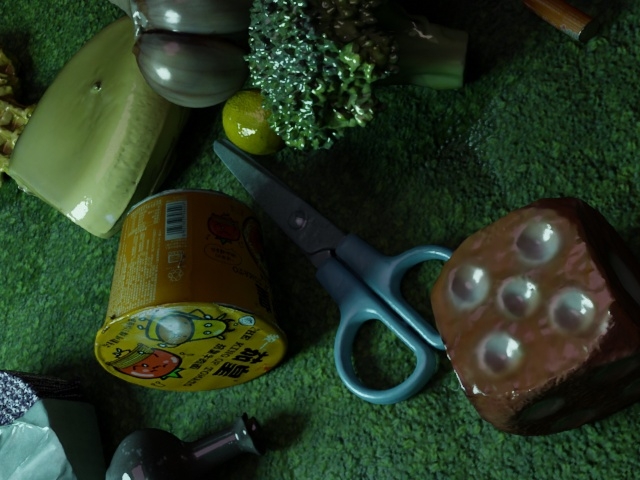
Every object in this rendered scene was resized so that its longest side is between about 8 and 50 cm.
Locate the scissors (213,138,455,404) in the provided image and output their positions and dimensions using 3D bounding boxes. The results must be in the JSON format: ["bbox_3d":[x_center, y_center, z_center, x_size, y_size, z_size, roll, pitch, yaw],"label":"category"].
[{"bbox_3d":[0.000,0.000,1.381,0.193,0.029,0.447,-50,55,6],"label":"scissors"}]

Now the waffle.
[{"bbox_3d":[-0.505,-0.188,1.750,0.249,0.056,0.253,-14,65,27],"label":"waffle"}]

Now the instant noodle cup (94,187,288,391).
[{"bbox_3d":[-0.148,0.055,1.357,0.215,0.216,0.172,-20,54,25],"label":"instant noodle cup"}]

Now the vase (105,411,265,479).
[{"bbox_3d":[-0.149,0.253,1.341,0.182,0.120,0.120,-27,59,5],"label":"vase"}]

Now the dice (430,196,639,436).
[{"bbox_3d":[0.223,0.079,1.131,0.179,0.174,0.175,-36,59,21],"label":"dice"}]

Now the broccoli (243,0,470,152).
[{"bbox_3d":[0.027,-0.239,1.325,0.259,0.235,0.288,-1,68,31],"label":"broccoli"}]

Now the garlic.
[{"bbox_3d":[-0.147,-0.284,1.422,0.191,0.160,0.214,-9,55,-20],"label":"garlic"}]

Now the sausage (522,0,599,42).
[{"bbox_3d":[0.260,-0.256,1.312,0.107,0.031,0.031,41,96,35],"label":"sausage"}]

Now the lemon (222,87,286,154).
[{"bbox_3d":[-0.078,-0.148,1.454,0.110,0.082,0.082,21,85,36],"label":"lemon"}]

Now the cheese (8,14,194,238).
[{"bbox_3d":[-0.272,-0.169,1.554,0.259,0.128,0.316,32,88,38],"label":"cheese"}]

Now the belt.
[{"bbox_3d":[-0.379,0.316,1.450,0.260,0.122,0.325,-31,60,25],"label":"belt"}]
